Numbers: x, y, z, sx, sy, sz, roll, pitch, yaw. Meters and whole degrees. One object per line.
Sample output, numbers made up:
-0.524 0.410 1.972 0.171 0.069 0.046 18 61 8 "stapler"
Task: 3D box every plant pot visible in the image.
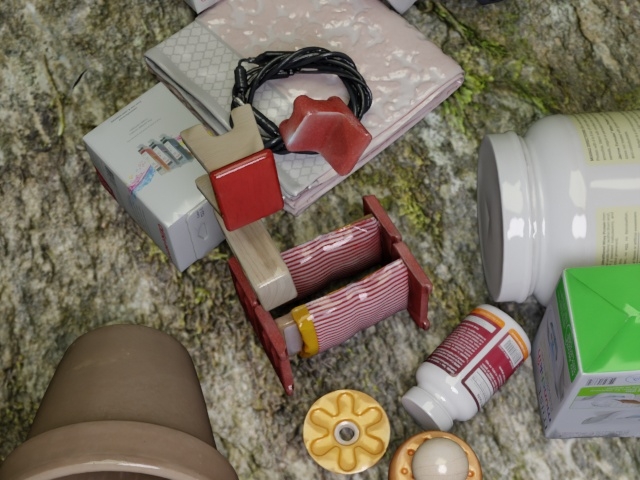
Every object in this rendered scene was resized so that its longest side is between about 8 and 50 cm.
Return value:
-0.213 0.223 1.193 0.263 0.263 0.229 -4 44 0 "plant pot"

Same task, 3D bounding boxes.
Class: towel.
-0.026 -0.237 1.505 0.317 0.053 0.332 -39 69 -17 "towel"

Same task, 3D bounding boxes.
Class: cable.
-0.025 -0.179 1.423 0.185 0.047 0.150 3 65 2 "cable"

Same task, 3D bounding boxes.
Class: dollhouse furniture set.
0.000 0.000 1.207 0.201 0.374 0.152 -25 61 -9 "dollhouse furniture set"

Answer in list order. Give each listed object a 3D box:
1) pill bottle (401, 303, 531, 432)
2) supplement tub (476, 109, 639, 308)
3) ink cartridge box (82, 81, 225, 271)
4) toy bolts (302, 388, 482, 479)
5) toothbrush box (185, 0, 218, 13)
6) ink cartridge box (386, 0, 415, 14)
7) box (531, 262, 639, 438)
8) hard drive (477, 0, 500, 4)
0.167 0.153 1.282 0.086 0.086 0.152 41 71 19 "pill bottle"
0.358 -0.036 1.288 0.325 0.235 0.235 -3 63 0 "supplement tub"
-0.187 -0.078 1.386 0.127 0.128 0.176 -38 69 -16 "ink cartridge box"
0.038 0.263 1.189 0.218 0.158 0.228 40 71 19 "toy bolts"
-0.219 -0.484 1.524 0.122 0.206 0.283 -35 58 -15 "toothbrush box"
0.052 -0.434 1.532 0.092 0.160 0.219 -46 68 8 "ink cartridge box"
0.383 0.125 1.208 0.262 0.231 0.126 -4 64 0 "box"
0.170 -0.421 1.492 0.054 0.255 0.172 -37 66 14 "hard drive"
